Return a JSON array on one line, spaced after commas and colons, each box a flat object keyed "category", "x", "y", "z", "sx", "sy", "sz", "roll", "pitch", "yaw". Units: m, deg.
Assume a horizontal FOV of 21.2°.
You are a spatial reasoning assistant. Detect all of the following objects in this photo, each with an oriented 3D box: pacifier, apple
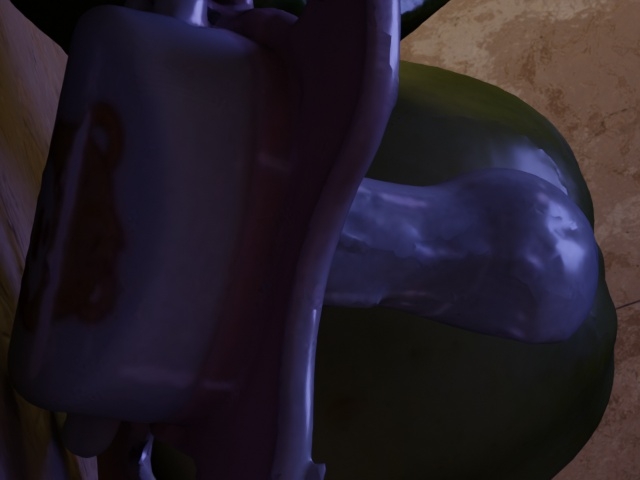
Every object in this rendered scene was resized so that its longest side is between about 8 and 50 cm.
[{"category": "pacifier", "x": -0.020, "y": -0.001, "z": 0.734, "sx": 0.220, "sy": 0.273, "sz": 0.332, "roll": -18, "pitch": 121, "yaw": -77}, {"category": "apple", "x": 0.022, "y": 0.042, "z": 1.119, "sx": 0.357, "sy": 0.357, "sz": 0.357, "roll": 161, "pitch": -90, "yaw": -89}]

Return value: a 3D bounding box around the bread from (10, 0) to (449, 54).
[{"category": "bread", "x": -0.064, "y": -0.252, "z": 0.973, "sx": 0.382, "sy": 0.129, "sz": 0.366, "roll": 21, "pitch": 51, "yaw": -30}]
